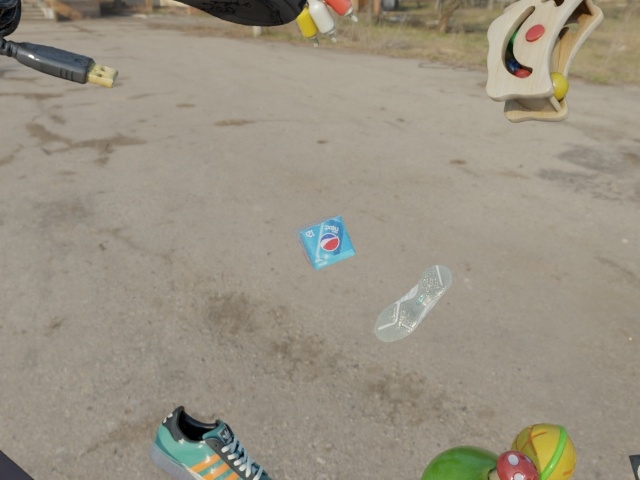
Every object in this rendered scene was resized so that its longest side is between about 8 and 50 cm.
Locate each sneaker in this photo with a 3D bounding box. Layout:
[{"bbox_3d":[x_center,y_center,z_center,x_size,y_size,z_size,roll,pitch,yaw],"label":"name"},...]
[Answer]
[{"bbox_3d":[0.148,0.104,0.762,0.053,0.152,0.061,48,4,22],"label":"sneaker"},{"bbox_3d":[-0.204,0.454,1.015,0.302,0.121,0.108,26,4,3],"label":"sneaker"}]

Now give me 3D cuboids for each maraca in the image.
[{"bbox_3d":[0.390,0.393,0.880,0.099,0.185,0.127,35,64,17],"label":"maraca"}]

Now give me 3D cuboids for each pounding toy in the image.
[{"bbox_3d":[0.373,-0.300,0.786,0.154,0.269,0.155,-12,-31,43],"label":"pounding toy"},{"bbox_3d":[0.196,0.330,0.562,0.237,0.110,0.183,-14,59,-34],"label":"pounding toy"}]

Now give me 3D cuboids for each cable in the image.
[{"bbox_3d":[-0.037,-0.464,0.845,0.139,0.287,0.072,-22,57,31],"label":"cable"}]

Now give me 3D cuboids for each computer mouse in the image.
[{"bbox_3d":[-0.126,-0.200,0.364,0.262,0.184,0.060,9,-7,-23],"label":"computer mouse"}]

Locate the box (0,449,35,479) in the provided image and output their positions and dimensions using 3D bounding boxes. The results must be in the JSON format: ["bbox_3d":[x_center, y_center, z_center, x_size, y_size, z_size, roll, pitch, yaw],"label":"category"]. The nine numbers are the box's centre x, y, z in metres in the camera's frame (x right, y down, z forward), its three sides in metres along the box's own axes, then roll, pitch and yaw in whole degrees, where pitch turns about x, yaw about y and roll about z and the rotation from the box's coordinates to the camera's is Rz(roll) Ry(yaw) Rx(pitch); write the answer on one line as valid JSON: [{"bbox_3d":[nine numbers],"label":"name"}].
[{"bbox_3d":[-0.517,0.431,0.702,0.381,0.143,0.191,38,19,2],"label":"box"}]

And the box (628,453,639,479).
[{"bbox_3d":[0.564,0.463,0.728,0.060,0.270,0.216,-26,42,36],"label":"box"}]

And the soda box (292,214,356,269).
[{"bbox_3d":[0.000,0.000,0.844,0.071,0.067,0.210,-22,4,-5],"label":"soda box"}]
